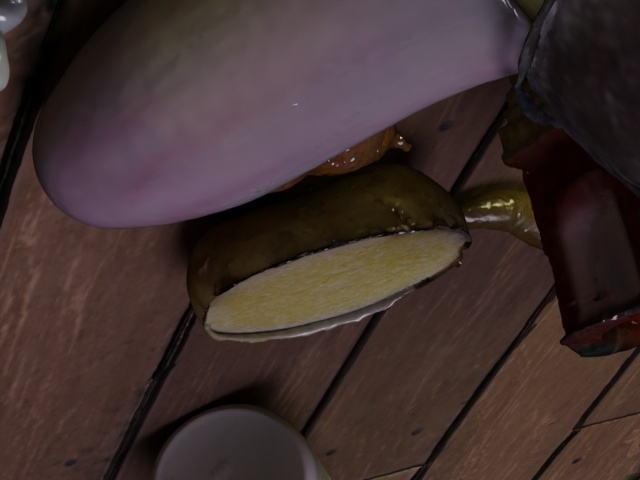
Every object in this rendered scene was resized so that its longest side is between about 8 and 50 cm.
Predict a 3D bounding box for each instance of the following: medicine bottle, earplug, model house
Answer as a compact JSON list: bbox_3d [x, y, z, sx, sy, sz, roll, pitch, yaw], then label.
[{"bbox_3d":[-0.048,0.247,1.597,0.143,0.143,0.258,-26,151,-1],"label":"medicine bottle"},{"bbox_3d":[-0.034,-0.101,1.015,0.301,0.172,0.172,-30,153,18],"label":"earplug"},{"bbox_3d":[0.232,-0.074,1.199,0.160,0.254,0.196,8,149,-40],"label":"model house"}]

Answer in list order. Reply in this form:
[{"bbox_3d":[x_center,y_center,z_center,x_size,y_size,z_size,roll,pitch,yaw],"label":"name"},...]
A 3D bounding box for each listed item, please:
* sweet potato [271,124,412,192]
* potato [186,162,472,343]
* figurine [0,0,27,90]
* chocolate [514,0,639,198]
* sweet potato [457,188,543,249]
[{"bbox_3d":[-0.020,-0.065,1.163,0.226,0.068,0.068,-18,154,-45],"label":"sweet potato"},{"bbox_3d":[0.000,0.000,1.291,0.200,0.081,0.164,-17,159,-12],"label":"potato"},{"bbox_3d":[-0.172,-0.126,0.915,0.082,0.094,0.086,17,106,-31],"label":"figurine"},{"bbox_3d":[0.274,-0.092,0.915,0.303,0.213,0.303,-33,159,-14],"label":"chocolate"},{"bbox_3d":[0.197,-0.015,1.461,0.250,0.059,0.069,-5,126,-29],"label":"sweet potato"}]
